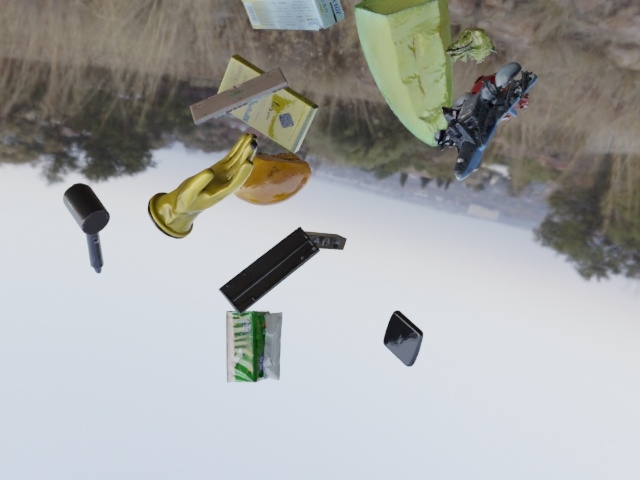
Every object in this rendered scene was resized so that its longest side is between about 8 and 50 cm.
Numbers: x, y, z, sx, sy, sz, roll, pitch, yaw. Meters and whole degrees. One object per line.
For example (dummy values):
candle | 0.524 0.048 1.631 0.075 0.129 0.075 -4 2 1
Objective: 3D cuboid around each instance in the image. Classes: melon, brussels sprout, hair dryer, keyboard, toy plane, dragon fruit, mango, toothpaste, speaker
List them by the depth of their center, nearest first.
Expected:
toy plane | 0.201 -0.152 0.796 0.169 0.078 0.246 -30 -167 41
keyboard | -0.135 -0.238 0.998 0.165 0.017 0.055 -24 -131 -1
brussels sprout | 0.267 -0.353 1.087 0.085 0.085 0.058 22 153 51
keyboard | -0.090 0.054 1.105 0.064 0.198 0.010 50 158 5
melon | 0.202 -0.366 1.290 0.196 0.324 0.124 -15 -152 4
toothpaste | -0.070 -0.521 1.340 0.071 0.089 0.312 -35 -146 -20
hair dryer | -0.545 -0.016 1.433 0.070 0.248 0.114 -27 -122 -29
dragon fruit | 0.455 -0.370 1.546 0.165 0.133 0.136 0 -156 -1
speaker | 0.000 0.000 1.784 0.046 0.040 0.191 25 -167 38
mango | -0.145 -0.183 1.791 0.252 0.154 0.126 -22 -151 -25

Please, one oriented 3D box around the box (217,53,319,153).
box | -0.154 -0.381 1.686 0.278 0.153 0.041 33 -147 4

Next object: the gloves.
gloves | -0.231 -0.129 1.272 0.116 0.294 0.133 29 -142 -38

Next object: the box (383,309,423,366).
box | 0.236 0.278 1.700 0.026 0.126 0.125 -8 -146 -36

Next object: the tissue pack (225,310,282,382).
tissue pack | -0.189 0.313 1.799 0.156 0.209 0.148 -4 172 18
